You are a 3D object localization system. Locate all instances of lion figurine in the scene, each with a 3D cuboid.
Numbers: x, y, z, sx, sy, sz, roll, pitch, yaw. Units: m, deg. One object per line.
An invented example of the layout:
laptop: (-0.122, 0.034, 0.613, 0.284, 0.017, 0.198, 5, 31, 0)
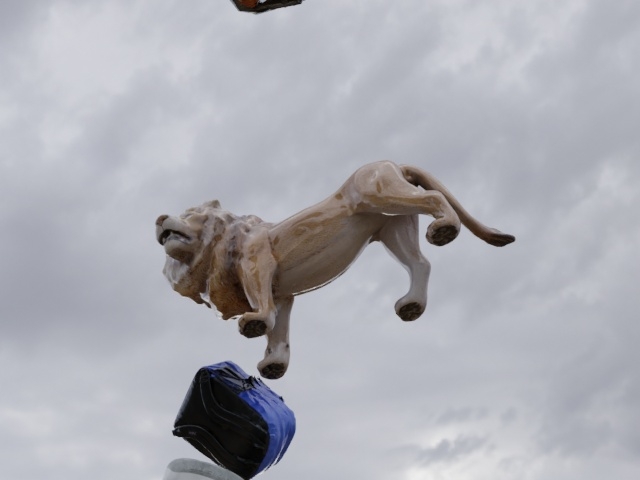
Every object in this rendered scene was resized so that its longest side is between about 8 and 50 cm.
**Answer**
lion figurine: (0.000, 0.000, 0.889, 0.392, 0.240, 0.142, -20, -49, 7)

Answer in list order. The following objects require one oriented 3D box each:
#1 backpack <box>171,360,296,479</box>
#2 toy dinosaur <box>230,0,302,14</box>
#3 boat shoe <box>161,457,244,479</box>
backpack: (-0.085, 0.201, 0.882, 0.101, 0.120, 0.098, -7, -56, -55)
toy dinosaur: (-0.119, -0.309, 0.752, 0.322, 0.164, 0.218, -17, -49, 1)
boat shoe: (-0.115, 0.333, 0.721, 0.118, 0.103, 0.320, 15, -50, 9)
